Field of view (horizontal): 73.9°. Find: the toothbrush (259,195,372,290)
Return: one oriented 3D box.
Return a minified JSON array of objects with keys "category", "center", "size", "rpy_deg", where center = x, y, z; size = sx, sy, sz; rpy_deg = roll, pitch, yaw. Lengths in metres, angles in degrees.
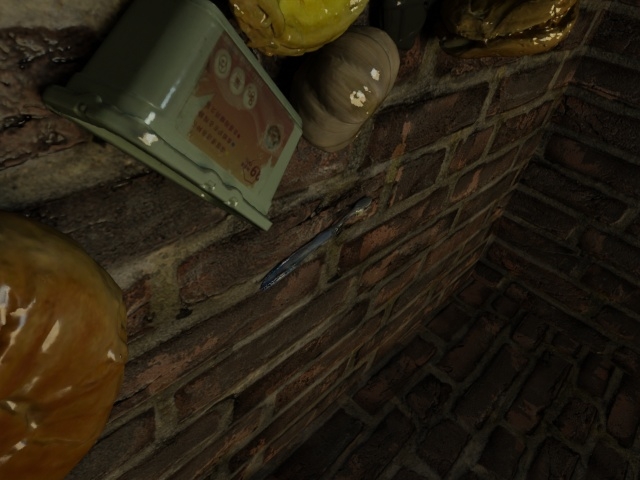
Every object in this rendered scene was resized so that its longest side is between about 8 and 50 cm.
[{"category":"toothbrush","center":[0.000,0.000,1.098],"size":[0.413,0.035,0.042],"rpy_deg":[-38,151,-28]}]

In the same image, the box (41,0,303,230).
[{"category":"box","center":[-0.154,-0.160,0.566],"size":[0.182,0.175,0.312],"rpy_deg":[-62,152,-5]}]

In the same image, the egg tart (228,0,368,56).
[{"category":"egg tart","center":[-0.009,-0.393,0.499],"size":[0.345,0.132,0.345],"rpy_deg":[-48,168,-14]}]

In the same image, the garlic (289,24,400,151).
[{"category":"garlic","center":[0.036,-0.266,0.734],"size":[0.227,0.152,0.228],"rpy_deg":[-57,-175,7]}]

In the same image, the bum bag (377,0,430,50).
[{"category":"bum bag","center":[0.149,-0.481,0.755],"size":[0.142,0.080,0.326],"rpy_deg":[-44,151,-12]}]

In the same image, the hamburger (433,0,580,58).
[{"category":"hamburger","center":[0.397,-0.489,0.921],"size":[0.259,0.283,0.144],"rpy_deg":[-63,148,-30]}]

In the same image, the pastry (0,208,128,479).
[{"category":"pastry","center":[-0.399,0.136,0.414],"size":[0.410,0.245,0.409],"rpy_deg":[-37,144,-32]}]
